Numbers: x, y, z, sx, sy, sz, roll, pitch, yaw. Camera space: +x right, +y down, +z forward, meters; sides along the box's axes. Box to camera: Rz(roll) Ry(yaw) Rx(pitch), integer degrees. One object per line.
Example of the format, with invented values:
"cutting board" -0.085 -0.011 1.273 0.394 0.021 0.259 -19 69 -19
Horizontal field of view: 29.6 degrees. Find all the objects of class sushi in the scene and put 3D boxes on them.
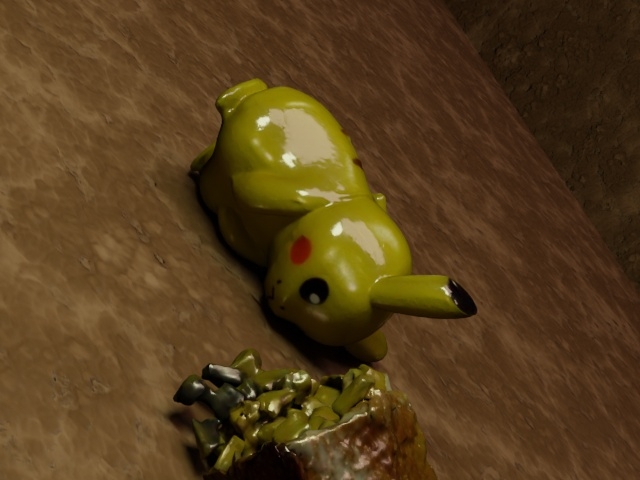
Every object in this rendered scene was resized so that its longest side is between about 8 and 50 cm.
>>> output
"sushi" -0.006 0.164 0.951 0.296 0.167 0.179 -25 93 -60

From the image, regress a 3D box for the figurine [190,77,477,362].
"figurine" -0.004 -0.006 1.253 0.169 0.218 0.326 -20 71 -25
